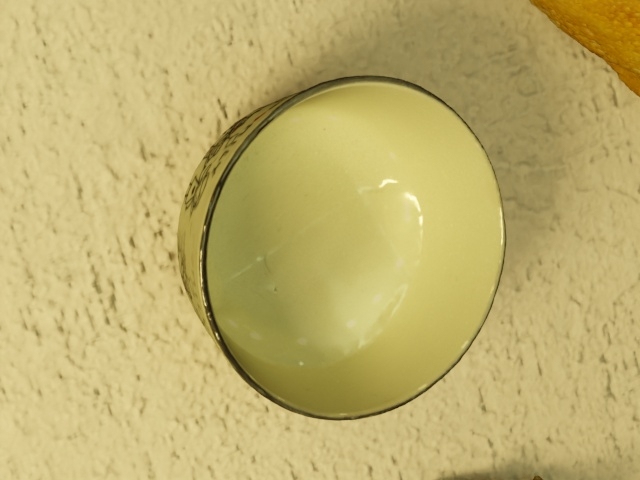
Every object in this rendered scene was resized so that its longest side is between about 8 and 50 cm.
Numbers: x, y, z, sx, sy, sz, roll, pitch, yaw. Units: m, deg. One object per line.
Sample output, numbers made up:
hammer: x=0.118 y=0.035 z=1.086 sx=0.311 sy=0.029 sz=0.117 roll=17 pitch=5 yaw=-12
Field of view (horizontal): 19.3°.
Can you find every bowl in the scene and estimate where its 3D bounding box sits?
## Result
bowl: x=0.000 y=0.000 z=1.315 sx=0.238 sy=0.126 sz=0.237 roll=-4 pitch=99 yaw=-28

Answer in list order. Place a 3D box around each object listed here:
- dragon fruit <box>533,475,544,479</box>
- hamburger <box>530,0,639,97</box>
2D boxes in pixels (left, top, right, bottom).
dragon fruit: x=0.140 y=0.292 z=1.422 sx=0.317 sy=0.152 sz=0.205 roll=-3 pitch=97 yaw=-28
hamburger: x=0.270 y=-0.196 z=1.414 sx=0.283 sy=0.157 sz=0.144 roll=37 pitch=80 yaw=-25
